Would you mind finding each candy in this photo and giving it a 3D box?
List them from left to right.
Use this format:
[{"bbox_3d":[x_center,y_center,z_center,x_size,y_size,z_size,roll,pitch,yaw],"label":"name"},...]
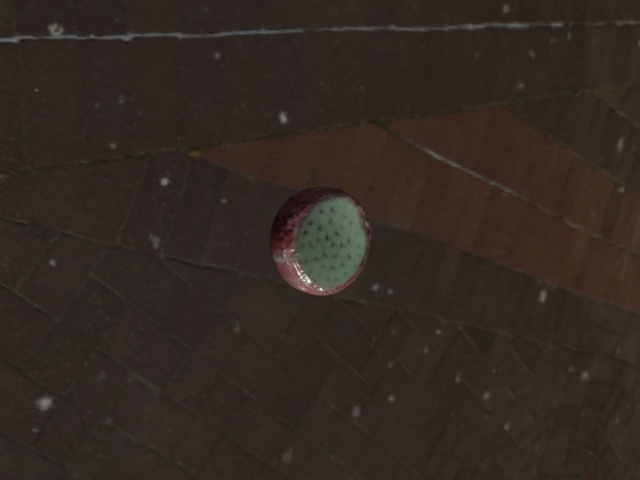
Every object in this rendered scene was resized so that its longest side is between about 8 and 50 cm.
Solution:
[{"bbox_3d":[0.000,0.000,0.769,0.103,0.043,0.103,-4,96,-39],"label":"candy"}]
